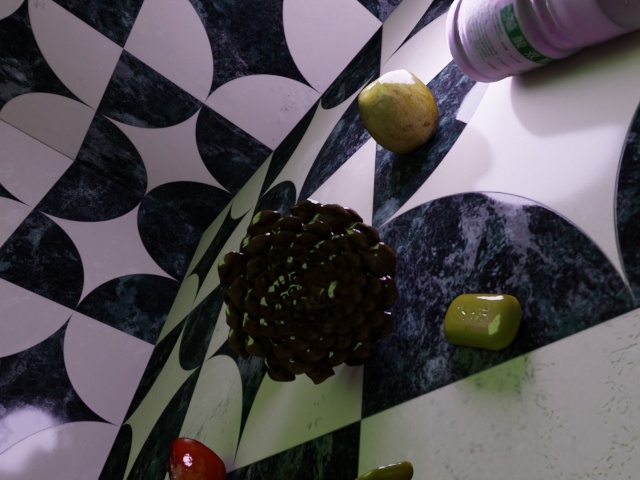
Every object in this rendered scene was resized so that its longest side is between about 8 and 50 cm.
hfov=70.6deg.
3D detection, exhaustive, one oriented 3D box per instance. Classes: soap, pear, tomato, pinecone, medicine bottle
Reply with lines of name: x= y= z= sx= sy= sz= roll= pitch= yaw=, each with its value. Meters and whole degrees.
soap: x=0.245 y=0.123 z=0.702 sx=0.140 sy=0.045 sz=0.088 roll=-12 pitch=53 yaw=62
pear: x=0.209 y=-0.338 z=1.204 sx=0.188 sy=0.211 sz=0.228 roll=-33 pitch=14 yaw=11
tomato: x=-0.300 y=0.604 z=1.109 sx=0.200 sy=0.140 sz=0.232 roll=-173 pitch=79 yaw=-74
pinecone: x=-0.023 y=0.091 z=0.954 sx=0.384 sy=0.385 sz=0.384 roll=-46 pitch=24 yaw=28
medicine bottle: x=0.422 y=-0.443 z=0.860 sx=0.211 sy=0.212 sz=0.325 roll=-62 pitch=23 yaw=-9

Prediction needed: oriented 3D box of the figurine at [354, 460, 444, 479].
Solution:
figurine: x=0.179 y=0.377 z=0.413 sx=0.284 sy=0.205 sz=0.338 roll=-39 pitch=40 yaw=26
